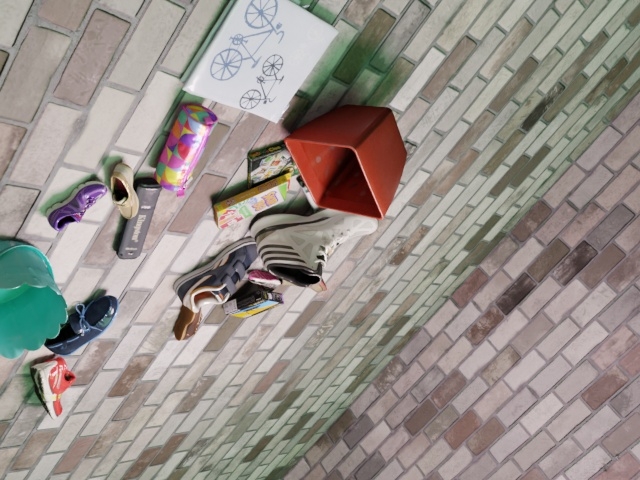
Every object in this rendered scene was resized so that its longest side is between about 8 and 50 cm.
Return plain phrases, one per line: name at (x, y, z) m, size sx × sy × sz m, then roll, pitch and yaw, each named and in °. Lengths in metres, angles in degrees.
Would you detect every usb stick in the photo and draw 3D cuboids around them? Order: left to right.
usb stick at (-0.501, -0.056, 1.766) m, size 0.077 × 0.045 × 0.278 m, roll -7°, pitch 137°, yaw -40°

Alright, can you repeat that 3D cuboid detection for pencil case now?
pencil case at (-0.345, -0.233, 1.647) m, size 0.104 × 0.104 × 0.236 m, roll -4°, pitch 134°, yaw -42°

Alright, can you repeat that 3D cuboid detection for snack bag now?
snack bag at (-0.140, -0.467, 1.612) m, size 0.342 × 0.037 × 0.323 m, roll 9°, pitch 126°, yaw -50°

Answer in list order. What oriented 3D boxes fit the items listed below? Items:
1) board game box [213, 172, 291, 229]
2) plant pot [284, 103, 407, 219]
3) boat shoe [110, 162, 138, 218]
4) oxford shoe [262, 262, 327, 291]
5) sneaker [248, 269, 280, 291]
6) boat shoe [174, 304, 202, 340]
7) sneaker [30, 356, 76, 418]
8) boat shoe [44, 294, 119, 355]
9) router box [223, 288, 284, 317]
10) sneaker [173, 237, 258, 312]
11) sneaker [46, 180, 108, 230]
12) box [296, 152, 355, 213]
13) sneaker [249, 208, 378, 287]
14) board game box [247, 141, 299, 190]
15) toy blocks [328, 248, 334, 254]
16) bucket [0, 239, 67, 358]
board game box at (-0.202, -0.121, 1.967) m, size 0.259 × 0.039 × 0.124 m, roll -28°, pitch 162°, yaw -18°
plant pot at (0.102, -0.254, 1.884) m, size 0.236 × 0.267 × 0.267 m, roll -50°, pitch 134°, yaw -27°
boat shoe at (-0.510, -0.117, 1.648) m, size 0.059 × 0.062 × 0.170 m, roll -69°, pitch 167°, yaw -46°
oxford shoe at (-0.093, 0.114, 2.343) m, size 0.130 × 0.123 × 0.348 m, roll -37°, pitch 139°, yaw 7°
sneaker at (-0.207, 0.155, 2.316) m, size 0.075 × 0.063 × 0.170 m, roll -54°, pitch 150°, yaw 14°
boat shoe at (-0.446, 0.267, 2.218) m, size 0.073 × 0.073 × 0.207 m, roll -11°, pitch 147°, yaw -39°
sneaker at (-0.840, 0.473, 2.057) m, size 0.118 × 0.107 × 0.279 m, roll -27°, pitch 150°, yaw -34°
boat shoe at (-0.709, 0.257, 1.905) m, size 0.258 × 0.109 × 0.089 m, roll -45°, pitch 145°, yaw 6°
router box at (-0.242, 0.230, 2.331) m, size 0.178 × 0.046 × 0.133 m, roll -23°, pitch 157°, yaw 28°
sneaker at (-0.314, 0.122, 2.111) m, size 0.321 × 0.127 × 0.126 m, roll -34°, pitch 147°, yaw -10°
sneaker at (-0.601, -0.081, 1.609) m, size 0.169 × 0.071 × 0.068 m, roll -38°, pitch 149°, yaw -2°
box at (0.091, -0.217, 2.145) m, size 0.322 × 0.058 × 0.232 m, roll -36°, pitch 149°, yaw -4°
sneaker at (0.010, 0.033, 2.112) m, size 0.447 × 0.258 × 0.169 m, roll -8°, pitch 147°, yaw -19°
board game box at (-0.102, -0.242, 1.947) m, size 0.259 × 0.030 × 0.136 m, roll -22°, pitch 143°, yaw -24°
toy blocks at (0.000, 0.000, 2.337) m, size 0.148 × 0.054 × 0.123 m, roll 2°, pitch 131°, yaw -46°
bucket at (-0.789, 0.145, 1.604) m, size 0.281 × 0.183 × 0.281 m, roll -26°, pitch 147°, yaw -19°
